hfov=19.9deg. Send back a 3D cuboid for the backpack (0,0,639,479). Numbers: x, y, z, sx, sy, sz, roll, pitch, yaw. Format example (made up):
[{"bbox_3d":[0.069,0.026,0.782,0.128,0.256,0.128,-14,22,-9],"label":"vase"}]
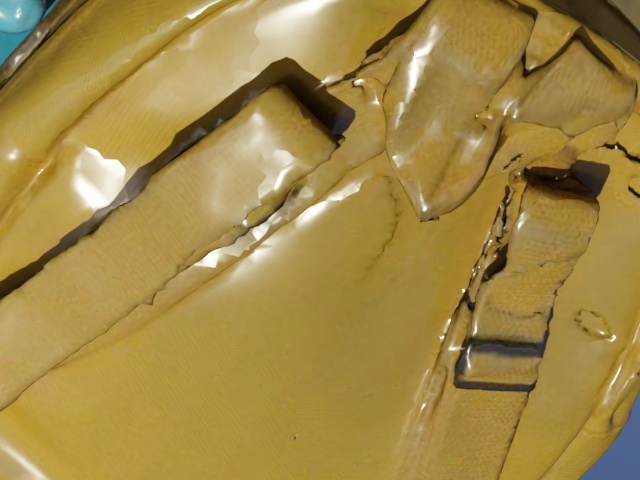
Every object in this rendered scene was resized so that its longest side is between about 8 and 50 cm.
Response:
[{"bbox_3d":[0.002,0.005,0.824,0.353,0.378,0.201,27,-144,-28],"label":"backpack"}]

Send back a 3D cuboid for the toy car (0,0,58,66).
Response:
[{"bbox_3d":[-0.197,-0.166,1.038,0.190,0.188,0.255,40,-172,29],"label":"toy car"}]
